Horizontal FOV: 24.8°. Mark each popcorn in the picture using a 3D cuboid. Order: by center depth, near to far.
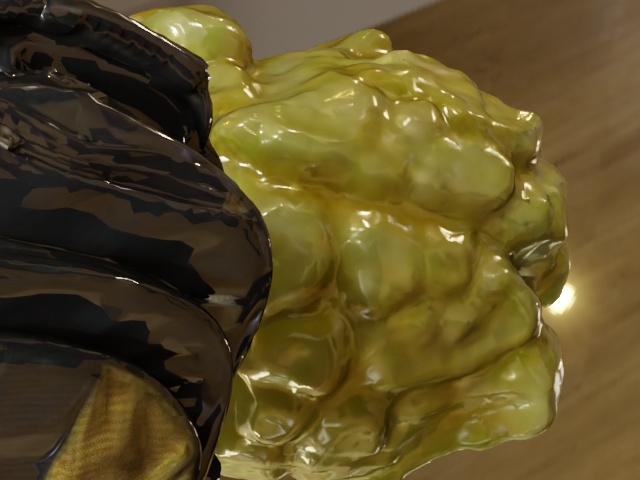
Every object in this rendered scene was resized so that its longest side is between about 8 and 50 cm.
[{"bbox_3d":[0.000,0.000,0.645,0.256,0.255,0.195,-43,-31,-51],"label":"popcorn"}]

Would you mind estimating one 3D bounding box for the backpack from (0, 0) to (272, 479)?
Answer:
[{"bbox_3d":[-0.116,0.044,0.443,0.206,0.133,0.258,11,-61,-39],"label":"backpack"}]
